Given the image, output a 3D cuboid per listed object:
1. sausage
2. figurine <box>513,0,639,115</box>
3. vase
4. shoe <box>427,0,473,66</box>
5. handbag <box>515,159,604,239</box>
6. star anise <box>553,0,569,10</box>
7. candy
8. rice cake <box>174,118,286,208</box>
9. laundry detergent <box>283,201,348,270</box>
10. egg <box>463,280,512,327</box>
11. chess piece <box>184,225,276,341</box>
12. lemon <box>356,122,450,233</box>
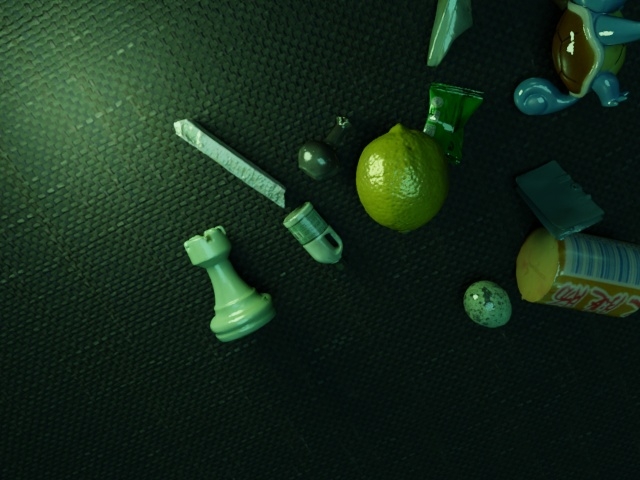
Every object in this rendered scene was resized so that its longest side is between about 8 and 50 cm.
[{"bbox_3d":[0.751,0.088,1.565,0.288,0.233,0.232,10,108,-8],"label":"sausage"},{"bbox_3d":[0.681,-0.485,1.369,0.243,0.298,0.416,25,129,8],"label":"figurine"},{"bbox_3d":[0.021,-0.251,1.463,0.120,0.120,0.182,34,90,-14],"label":"vase"},{"bbox_3d":[0.342,-0.562,1.377,0.100,0.103,0.250,13,113,-7],"label":"shoe"},{"bbox_3d":[0.654,-0.115,1.501,0.144,0.221,0.057,-26,143,-2],"label":"handbag"},{"bbox_3d":[0.604,-0.703,1.346,0.220,0.099,0.214,28,115,-13],"label":"star anise"},{"bbox_3d":[0.347,-0.318,1.476,0.141,0.078,0.203,12,103,-8],"label":"candy"},{"bbox_3d":[-0.234,-0.213,1.474,0.365,0.072,0.056,35,101,-14],"label":"rice cake"},{"bbox_3d":[0.000,0.000,1.566,0.099,0.070,0.225,-40,107,3],"label":"laundry detergent"},{"bbox_3d":[0.507,0.196,1.637,0.132,0.132,0.172,-42,118,11],"label":"egg"},{"bbox_3d":[-0.268,0.115,1.540,0.195,0.194,0.298,-24,101,5],"label":"chess piece"},{"bbox_3d":[0.216,-0.161,1.435,0.268,0.267,0.267,-1,109,-3],"label":"lemon"}]
